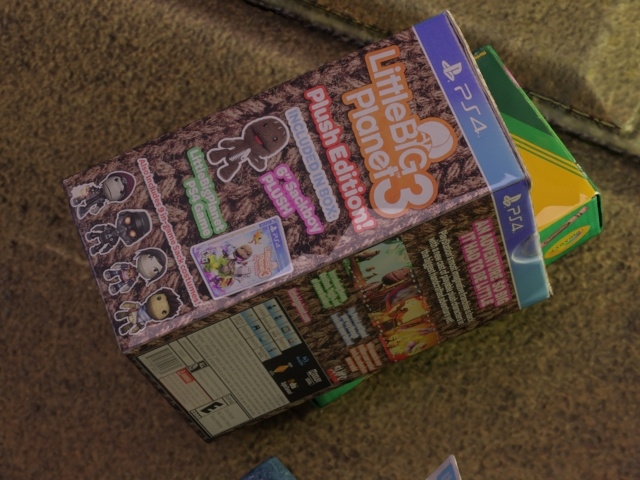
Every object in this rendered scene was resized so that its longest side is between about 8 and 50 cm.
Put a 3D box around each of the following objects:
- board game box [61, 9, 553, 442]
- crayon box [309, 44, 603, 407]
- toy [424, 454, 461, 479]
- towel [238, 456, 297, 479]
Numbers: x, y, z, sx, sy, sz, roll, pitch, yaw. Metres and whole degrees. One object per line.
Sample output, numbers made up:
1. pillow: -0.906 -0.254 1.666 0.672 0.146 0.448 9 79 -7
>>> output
1. board game box: 0.000 0.000 1.266 0.291 0.232 0.141 -23 66 1
2. crayon box: 0.066 -0.011 1.428 0.278 0.081 0.165 -32 66 -2
3. toy: 0.084 0.290 1.270 0.056 0.137 0.237 -7 66 -22
4. towel: -0.027 0.229 1.380 0.067 0.029 0.119 -38 66 -6
